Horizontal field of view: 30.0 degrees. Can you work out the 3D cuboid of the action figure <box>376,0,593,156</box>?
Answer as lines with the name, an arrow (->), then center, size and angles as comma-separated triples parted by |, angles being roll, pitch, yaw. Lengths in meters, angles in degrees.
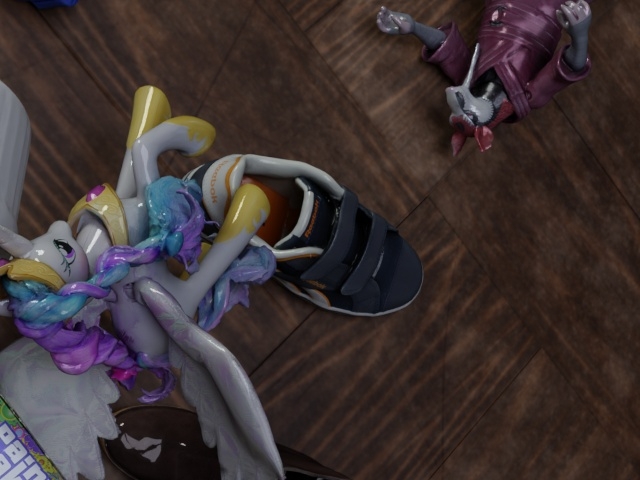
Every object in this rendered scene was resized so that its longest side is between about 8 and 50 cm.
action figure -> 0.242, -0.268, 1.511 | 0.370, 0.248, 0.275 | -67, 155, -6

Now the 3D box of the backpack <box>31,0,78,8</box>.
backpack -> -0.283, -0.310, 1.254 | 0.101, 0.098, 0.120 | 44, 62, -48

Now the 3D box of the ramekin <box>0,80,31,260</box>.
ramekin -> -0.394, -0.079, 1.065 | 0.277, 0.277, 0.135 | 19, 67, -24

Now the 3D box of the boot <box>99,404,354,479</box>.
boot -> -0.083, 0.225, 1.214 | 0.248, 0.207, 0.090 | 23, 73, -23

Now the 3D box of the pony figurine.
pony figurine -> -0.167, 0.064, 1.109 | 0.363, 0.302, 0.351 | -55, 134, -54

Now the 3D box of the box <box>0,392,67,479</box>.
box -> -0.321, 0.260, 1.044 | 0.177, 0.279, 0.290 | -40, 101, -27

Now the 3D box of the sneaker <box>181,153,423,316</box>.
sneaker -> 0.000, 0.000, 1.340 | 0.321, 0.127, 0.126 | 21, 72, -25
